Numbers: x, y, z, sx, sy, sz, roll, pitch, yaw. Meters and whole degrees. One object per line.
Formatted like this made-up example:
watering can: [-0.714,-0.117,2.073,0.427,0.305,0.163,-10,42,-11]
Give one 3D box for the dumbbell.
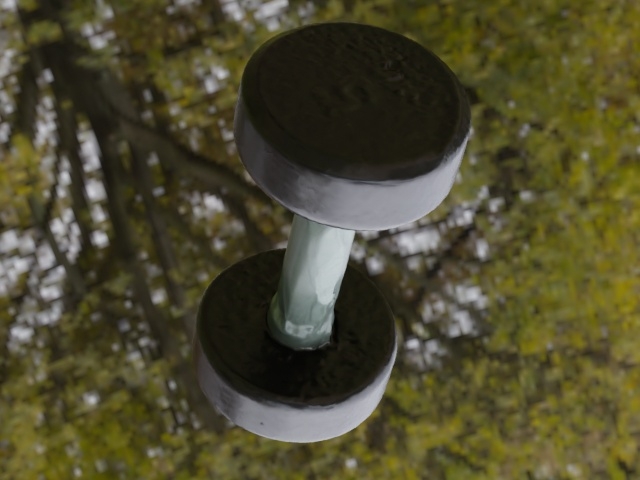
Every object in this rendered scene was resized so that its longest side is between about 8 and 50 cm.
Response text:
dumbbell: [0.000,0.000,0.744,0.100,0.191,0.100,7,-133,-7]
